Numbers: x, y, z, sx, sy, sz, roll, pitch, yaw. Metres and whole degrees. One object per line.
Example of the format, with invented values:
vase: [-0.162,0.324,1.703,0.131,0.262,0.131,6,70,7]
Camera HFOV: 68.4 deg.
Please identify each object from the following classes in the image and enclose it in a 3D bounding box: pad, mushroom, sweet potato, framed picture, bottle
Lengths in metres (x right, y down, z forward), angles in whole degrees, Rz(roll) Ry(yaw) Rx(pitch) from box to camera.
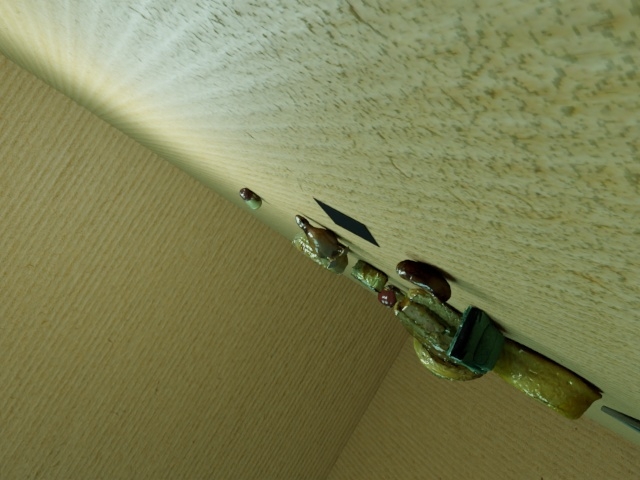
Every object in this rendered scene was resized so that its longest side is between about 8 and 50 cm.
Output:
pad: [0.061,-0.035,1.028,0.127,0.004,0.190,30,176,22]
mushroom: [0.209,0.077,0.942,0.123,0.052,0.123,36,-178,-1]
sweet potato: [0.394,0.304,1.609,0.369,0.158,0.158,29,175,22]
framed picture: [1.056,0.621,1.431,0.314,0.024,0.232,32,177,9]
bottle: [-0.240,-0.147,1.609,0.063,0.047,0.101,-10,153,20]

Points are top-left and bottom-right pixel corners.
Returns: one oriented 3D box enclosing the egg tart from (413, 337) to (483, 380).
egg tart: [0.471,0.415,1.711,0.290,0.116,0.290,3,-151,-2]

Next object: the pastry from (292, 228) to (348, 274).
pastry: [0.007,0.034,1.583,0.192,0.093,0.182,34,178,30]

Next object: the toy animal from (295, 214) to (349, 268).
toy animal: [0.000,0.000,1.389,0.179,0.089,0.188,44,179,18]

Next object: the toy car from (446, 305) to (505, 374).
toy car: [0.408,0.273,1.214,0.097,0.142,0.320,21,171,34]

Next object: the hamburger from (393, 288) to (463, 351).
hamburger: [0.340,0.228,1.428,0.262,0.124,0.131,37,-167,-19]

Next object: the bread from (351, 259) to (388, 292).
bread: [0.171,0.127,1.666,0.127,0.069,0.140,31,179,21]

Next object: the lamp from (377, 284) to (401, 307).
lamp: [0.280,0.224,1.897,0.101,0.090,0.101,2,-165,-1]

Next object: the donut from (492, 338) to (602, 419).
donut: [0.618,0.393,1.332,0.302,0.110,0.303,31,177,2]
